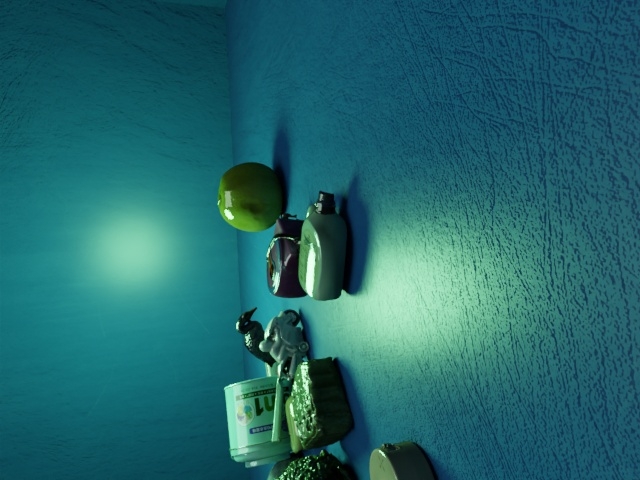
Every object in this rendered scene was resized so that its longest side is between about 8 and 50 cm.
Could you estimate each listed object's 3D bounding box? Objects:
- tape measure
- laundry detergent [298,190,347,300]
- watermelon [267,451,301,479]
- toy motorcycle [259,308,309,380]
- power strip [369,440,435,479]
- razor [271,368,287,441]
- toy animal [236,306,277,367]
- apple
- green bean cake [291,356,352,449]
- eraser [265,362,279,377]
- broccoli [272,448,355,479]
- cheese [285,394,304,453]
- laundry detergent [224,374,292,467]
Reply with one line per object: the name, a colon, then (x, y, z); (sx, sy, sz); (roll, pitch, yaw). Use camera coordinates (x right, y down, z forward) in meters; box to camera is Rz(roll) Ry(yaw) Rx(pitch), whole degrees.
tape measure: (-0.092, 0.066, 1.334); (0.231, 0.149, 0.245); (-114, 35, -51)
laundry detergent: (0.000, 0.000, 1.095); (0.215, 0.105, 0.280); (-132, 40, -64)
watermelon: (-0.162, 0.988, 1.665); (0.322, 0.175, 0.188); (107, 151, -44)
toy motorcycle: (-0.139, 0.380, 1.483); (0.110, 0.171, 0.260); (115, 148, -58)
power strip: (0.158, 0.471, 0.780); (0.154, 0.078, 0.154); (177, 90, -74)
razor: (-0.153, 0.617, 1.546); (0.111, 0.056, 0.278); (64, -150, -51)
toy animal: (-0.246, 0.435, 1.788); (0.122, 0.185, 0.298); (15, 127, 65)
apple: (-0.292, -0.179, 1.683); (0.292, 0.254, 0.292); (179, 90, -67)
green bean cake: (-0.007, 0.480, 1.205); (0.222, 0.125, 0.227); (109, 155, -48)
eraser: (-0.229, 0.641, 1.964); (0.089, 0.061, 0.352); (123, 139, -62)
broccoli: (-0.043, 0.768, 1.140); (0.277, 0.317, 0.338); (21, -102, -67)
cheese: (-0.070, 0.649, 1.463); (0.175, 0.091, 0.202); (111, 150, -53)
laundry detergent: (-0.233, 0.733, 1.646); (0.287, 0.287, 0.305); (120, 142, -59)
